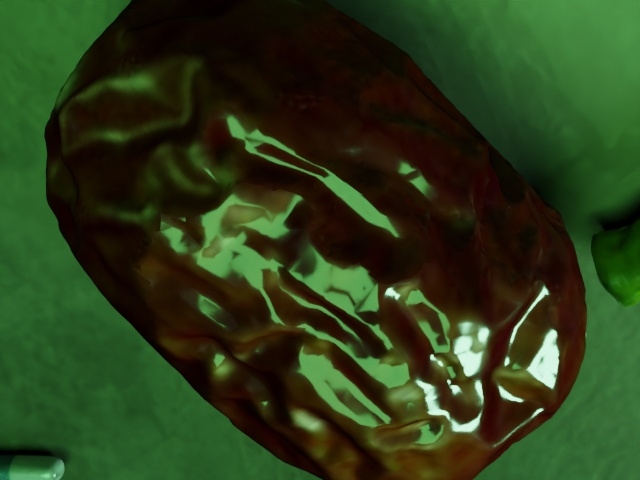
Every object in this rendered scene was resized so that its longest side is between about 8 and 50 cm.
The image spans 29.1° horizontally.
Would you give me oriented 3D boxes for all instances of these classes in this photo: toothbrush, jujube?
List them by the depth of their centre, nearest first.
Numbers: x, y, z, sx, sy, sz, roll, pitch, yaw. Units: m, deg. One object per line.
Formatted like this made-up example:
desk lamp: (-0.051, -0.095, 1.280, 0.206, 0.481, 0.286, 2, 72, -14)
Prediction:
jujube: (0.000, 0.000, 0.537, 0.250, 0.174, 0.174, 40, 120, -3)
toothbrush: (-0.287, 0.139, 0.761, 0.275, 0.019, 0.025, -4, 112, 14)

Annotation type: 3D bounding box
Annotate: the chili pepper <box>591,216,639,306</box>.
chili pepper: (0.222, -0.012, 0.548, 0.201, 0.050, 0.052, -11, 156, 22)
